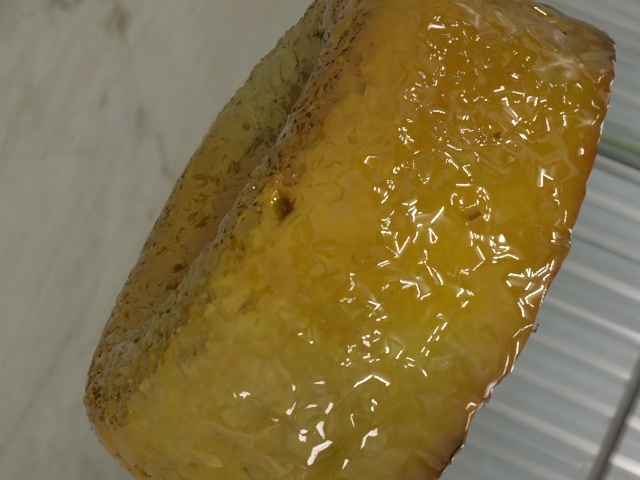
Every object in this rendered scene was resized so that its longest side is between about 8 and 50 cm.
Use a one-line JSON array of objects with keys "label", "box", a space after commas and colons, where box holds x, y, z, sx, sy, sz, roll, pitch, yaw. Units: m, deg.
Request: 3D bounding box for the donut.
[{"label": "donut", "box": [0.001, -0.002, 0.607, 0.278, 0.108, 0.277, -53, -165, 20]}]
